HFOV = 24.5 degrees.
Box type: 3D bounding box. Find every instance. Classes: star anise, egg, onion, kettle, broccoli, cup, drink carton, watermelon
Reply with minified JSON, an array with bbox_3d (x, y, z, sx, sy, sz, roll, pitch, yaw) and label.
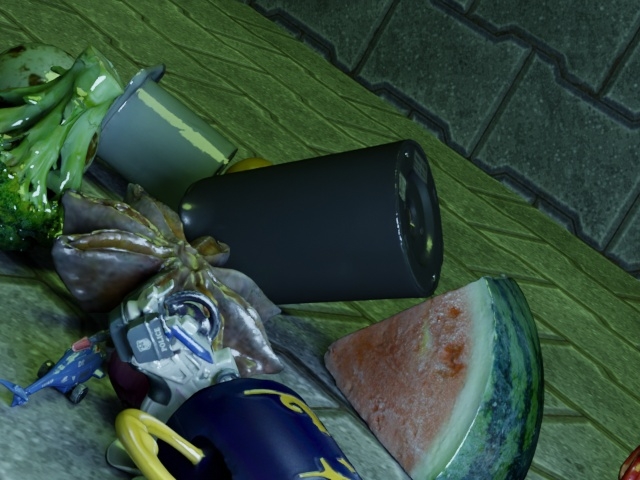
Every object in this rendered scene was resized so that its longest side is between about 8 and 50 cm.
[{"bbox_3d":[-0.180,0.060,1.710,0.332,0.117,0.331,28,27,-16],"label":"star anise"},{"bbox_3d":[-0.388,-0.175,2.060,0.169,0.169,0.231,13,38,-48],"label":"egg"},{"bbox_3d":[-0.163,0.143,1.515,0.115,0.104,0.115,47,-14,16],"label":"onion"},{"bbox_3d":[-0.003,-0.014,1.948,0.308,0.203,0.262,-7,3,20],"label":"kettle"},{"bbox_3d":[-0.350,-0.128,1.771,0.269,0.269,0.254,35,4,21],"label":"broccoli"},{"bbox_3d":[-0.054,0.210,1.254,0.256,0.178,0.255,50,-19,58],"label":"cup"},{"bbox_3d":[-0.241,-0.139,2.229,0.190,0.191,0.185,38,11,-6],"label":"drink carton"},{"bbox_3d":[0.151,0.180,1.856,0.293,0.283,0.250,3,0,-1],"label":"watermelon"}]

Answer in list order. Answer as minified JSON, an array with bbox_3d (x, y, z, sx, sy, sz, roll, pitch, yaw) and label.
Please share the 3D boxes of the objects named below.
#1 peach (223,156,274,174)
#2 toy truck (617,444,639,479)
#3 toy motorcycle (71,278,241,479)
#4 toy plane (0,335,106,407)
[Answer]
[{"bbox_3d":[-0.092,-0.041,2.192,0.179,0.103,0.179,161,-90,-87],"label":"peach"},{"bbox_3d":[0.504,0.299,1.921,0.189,0.239,0.265,32,-14,13],"label":"toy truck"},{"bbox_3d":[-0.146,0.149,1.406,0.150,0.221,0.102,-17,21,1],"label":"toy motorcycle"},{"bbox_3d":[-0.262,0.132,1.469,0.054,0.062,0.167,33,25,14],"label":"toy plane"}]
